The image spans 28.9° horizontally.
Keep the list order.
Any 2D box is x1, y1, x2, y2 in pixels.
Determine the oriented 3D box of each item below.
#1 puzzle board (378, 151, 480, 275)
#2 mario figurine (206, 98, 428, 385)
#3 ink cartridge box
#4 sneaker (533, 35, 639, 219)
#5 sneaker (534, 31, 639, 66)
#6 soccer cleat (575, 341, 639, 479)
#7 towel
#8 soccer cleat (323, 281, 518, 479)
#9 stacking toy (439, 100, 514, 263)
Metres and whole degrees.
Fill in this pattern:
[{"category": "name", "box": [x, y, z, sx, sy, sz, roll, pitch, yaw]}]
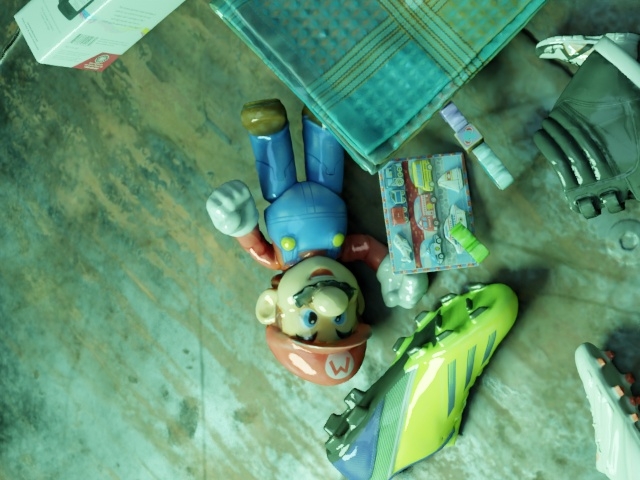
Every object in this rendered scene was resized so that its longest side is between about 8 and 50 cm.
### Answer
[{"category": "puzzle board", "box": [0.117, -0.030, 1.347, 0.096, 0.011, 0.128, -6, 82, -5]}, {"category": "mario figurine", "box": [0.000, 0.000, 1.359, 0.198, 0.170, 0.320, -8, 89, 24]}, {"category": "ink cartridge box", "box": [-0.254, -0.284, 1.479, 0.175, 0.127, 0.072, -35, 76, 23]}, {"category": "sneaker", "box": [0.333, -0.048, 1.214, 0.147, 0.104, 0.296, -46, 78, 14]}, {"category": "sneaker", "box": [0.274, -0.191, 1.280, 0.109, 0.040, 0.043, 2, 97, 26]}, {"category": "soccer cleat", "box": [0.307, 0.200, 1.283, 0.076, 0.068, 0.196, -32, 83, 27]}, {"category": "towel", "box": [0.095, -0.290, 1.299, 0.370, 0.040, 0.271, -44, 76, 3]}, {"category": "soccer cleat", "box": [0.126, 0.164, 1.369, 0.121, 0.093, 0.289, 38, 107, -14]}, {"category": "stacking toy", "box": [0.161, -0.107, 1.307, 0.167, 0.052, 0.221, -40, 77, 4]}]
